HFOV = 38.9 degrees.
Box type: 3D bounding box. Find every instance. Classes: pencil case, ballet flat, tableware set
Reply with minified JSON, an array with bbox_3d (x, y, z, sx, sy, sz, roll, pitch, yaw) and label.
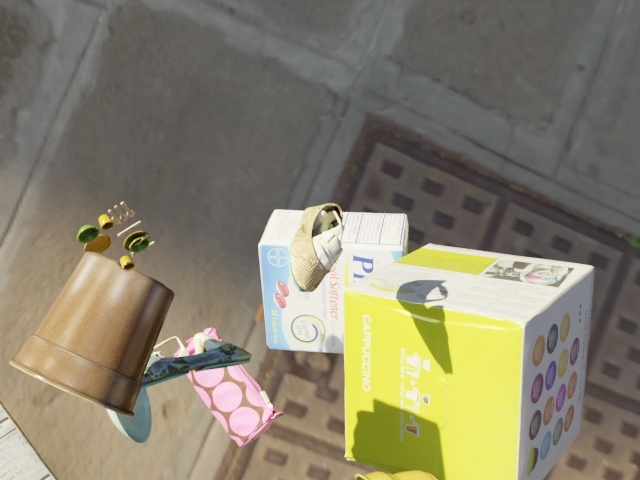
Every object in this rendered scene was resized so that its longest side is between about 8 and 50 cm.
[{"bbox_3d":[-0.161,0.249,1.578,0.209,0.095,0.098,50,126,6],"label":"pencil case"},{"bbox_3d":[0.000,0.000,1.306,0.067,0.206,0.073,-25,116,18],"label":"ballet flat"},{"bbox_3d":[-0.189,0.167,1.320,0.189,0.070,0.070,-10,94,-31],"label":"ballet flat"},{"bbox_3d":[-0.336,0.004,1.499,0.104,0.154,0.024,-32,61,-7],"label":"tableware set"}]

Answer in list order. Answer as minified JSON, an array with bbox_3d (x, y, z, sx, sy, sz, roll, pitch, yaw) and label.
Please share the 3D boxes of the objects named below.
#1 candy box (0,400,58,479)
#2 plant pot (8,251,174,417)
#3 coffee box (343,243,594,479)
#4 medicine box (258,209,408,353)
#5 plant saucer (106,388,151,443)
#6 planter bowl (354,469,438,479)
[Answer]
[{"bbox_3d":[-0.362,0.351,1.061,0.183,0.087,0.316,-38,88,36],"label":"candy box"},{"bbox_3d":[-0.274,0.112,1.135,0.167,0.167,0.165,27,77,-12],"label":"plant pot"},{"bbox_3d":[0.264,0.222,1.629,0.334,0.338,0.337,-24,117,-52],"label":"coffee box"},{"bbox_3d":[0.035,0.088,1.877,0.290,0.149,0.263,3,119,9],"label":"medicine box"},{"bbox_3d":[-0.408,0.329,1.875,0.038,0.195,0.194,-18,96,9],"label":"plant saucer"},{"bbox_3d":[0.151,0.405,1.328,0.090,0.217,0.217,-35,98,-15],"label":"planter bowl"}]
